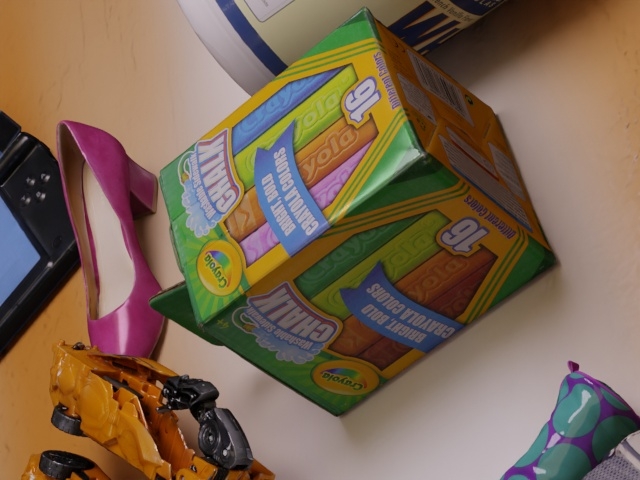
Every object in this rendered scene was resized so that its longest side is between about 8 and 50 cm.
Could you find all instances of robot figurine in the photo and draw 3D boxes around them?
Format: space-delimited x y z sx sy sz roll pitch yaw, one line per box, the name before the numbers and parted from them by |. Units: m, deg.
robot figurine | -0.139 0.192 1.603 0.291 0.085 0.211 26 103 48

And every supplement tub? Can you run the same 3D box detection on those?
supplement tub | 0.055 -0.270 1.633 0.325 0.235 0.235 -33 46 23

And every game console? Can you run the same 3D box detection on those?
game console | -0.397 0.001 1.926 0.293 0.173 0.250 -50 41 7

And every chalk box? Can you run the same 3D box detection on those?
chalk box | 0.000 0.000 1.551 0.289 0.180 0.179 -38 44 20

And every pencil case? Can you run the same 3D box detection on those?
pencil case | 0.157 0.163 1.382 0.070 0.064 0.152 37 91 32

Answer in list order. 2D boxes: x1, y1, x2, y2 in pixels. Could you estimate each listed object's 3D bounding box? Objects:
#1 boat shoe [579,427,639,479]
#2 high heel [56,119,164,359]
boat shoe | 0.218 0.240 1.177 0.158 0.127 0.340 -33 23 -6
high heel | -0.198 0.009 1.774 0.082 0.117 0.244 -19 52 34
